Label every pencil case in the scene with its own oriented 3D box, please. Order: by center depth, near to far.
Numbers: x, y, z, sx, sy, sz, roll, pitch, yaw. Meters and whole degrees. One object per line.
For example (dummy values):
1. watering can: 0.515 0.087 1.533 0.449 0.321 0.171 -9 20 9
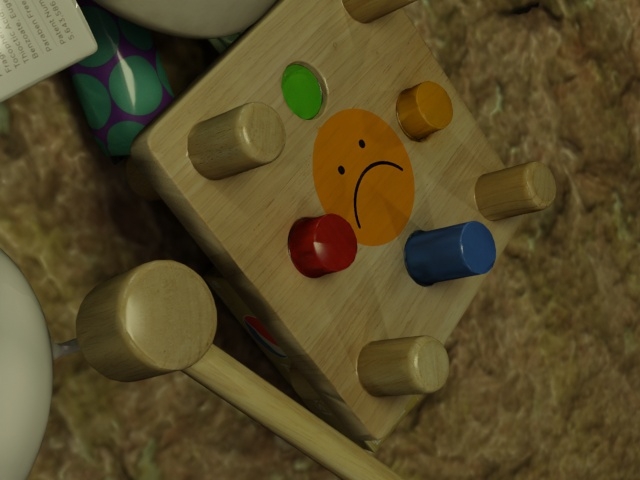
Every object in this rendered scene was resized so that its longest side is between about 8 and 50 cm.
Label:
1. pencil case: -0.141 -0.130 0.714 0.070 0.064 0.152 -47 120 -65

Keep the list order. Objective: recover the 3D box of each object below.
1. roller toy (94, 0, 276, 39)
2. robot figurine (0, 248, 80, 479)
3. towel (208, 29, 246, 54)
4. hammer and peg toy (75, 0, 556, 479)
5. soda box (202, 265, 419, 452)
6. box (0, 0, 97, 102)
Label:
1. roller toy: -0.076 -0.234 0.624 0.191 0.146 0.209 10 53 -38
2. robot figurine: -0.293 0.068 0.543 0.353 0.200 0.300 15 124 -31
3. towel: -0.078 -0.324 0.765 0.248 0.038 0.325 -48 114 -23
4. hammer and peg toy: 0.000 0.000 0.690 0.266 0.127 0.361 53 52 -21
5. soda box: -0.005 0.076 0.806 0.058 0.061 0.181 -45 113 -24
6. box: -0.241 -0.148 0.581 0.119 0.181 0.182 -35 109 -27
